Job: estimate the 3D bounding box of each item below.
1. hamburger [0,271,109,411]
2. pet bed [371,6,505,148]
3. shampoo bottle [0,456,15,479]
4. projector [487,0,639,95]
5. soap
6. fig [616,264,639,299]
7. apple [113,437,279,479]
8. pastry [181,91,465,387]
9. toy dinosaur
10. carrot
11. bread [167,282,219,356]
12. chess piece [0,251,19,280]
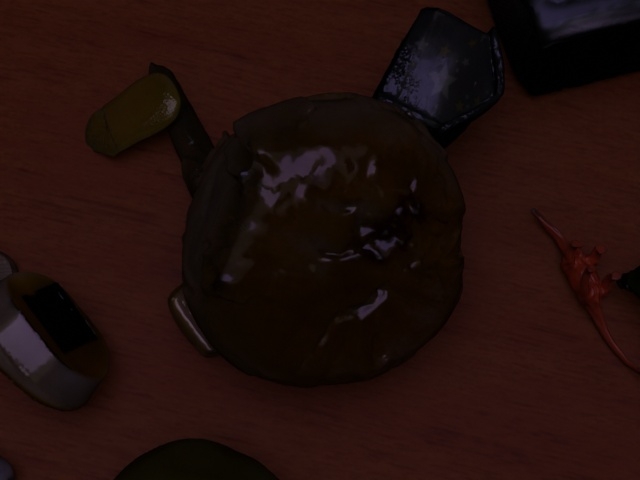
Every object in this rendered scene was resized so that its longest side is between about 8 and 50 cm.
[{"bbox_3d":[-0.384,0.140,1.781,0.116,0.173,0.210,-42,89,23],"label":"hamburger"},{"bbox_3d":[0.167,-0.210,1.833,0.159,0.211,0.183,27,77,-2],"label":"pet bed"},{"bbox_3d":[-0.511,0.290,1.793,0.192,0.074,0.074,34,79,11],"label":"shampoo bottle"},{"bbox_3d":[0.422,-0.466,1.874,0.395,0.242,0.405,-14,75,-1],"label":"projector"},{"bbox_3d":[-0.277,-0.177,1.896,0.168,0.033,0.089,-33,66,15],"label":"soap"},{"bbox_3d":[0.525,0.077,1.765,0.244,0.195,0.195,7,76,11],"label":"fig"},{"bbox_3d":[-0.163,0.399,1.664,0.291,0.254,0.292,-1,72,4],"label":"apple"},{"bbox_3d":[0.000,0.000,1.733,0.409,0.245,0.410,-3,105,-12],"label":"pastry"},{"bbox_3d":[0.384,0.065,1.825,0.055,0.101,0.280,-20,65,-19],"label":"toy dinosaur"},{"bbox_3d":[-0.179,-0.122,1.895,0.070,0.070,0.342,-28,75,-5],"label":"carrot"},{"bbox_3d":[-0.162,0.108,1.838,0.082,0.056,0.115,-39,87,-21],"label":"bread"},{"bbox_3d":[-0.474,0.055,1.870,0.083,0.038,0.084,-1,75,4],"label":"chess piece"}]
